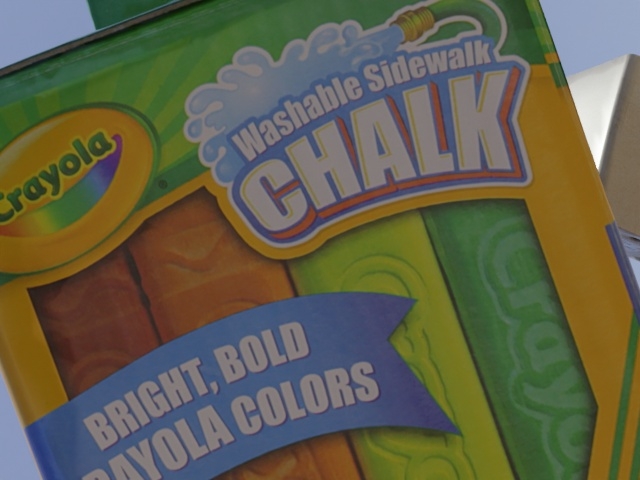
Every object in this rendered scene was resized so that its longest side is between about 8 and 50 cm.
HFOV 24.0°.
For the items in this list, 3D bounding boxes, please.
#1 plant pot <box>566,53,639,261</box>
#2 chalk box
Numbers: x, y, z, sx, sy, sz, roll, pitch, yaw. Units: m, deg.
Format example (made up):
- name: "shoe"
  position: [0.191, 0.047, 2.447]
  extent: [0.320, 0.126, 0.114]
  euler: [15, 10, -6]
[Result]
- name: "plant pot"
  position: [0.201, -0.043, 0.933]
  extent: [0.109, 0.109, 0.096]
  euler: [167, 124, -76]
- name: "chalk box"
  position: [0.000, 0.000, 0.489]
  extent: [0.179, 0.180, 0.289]
  euler: [-48, -63, -81]
